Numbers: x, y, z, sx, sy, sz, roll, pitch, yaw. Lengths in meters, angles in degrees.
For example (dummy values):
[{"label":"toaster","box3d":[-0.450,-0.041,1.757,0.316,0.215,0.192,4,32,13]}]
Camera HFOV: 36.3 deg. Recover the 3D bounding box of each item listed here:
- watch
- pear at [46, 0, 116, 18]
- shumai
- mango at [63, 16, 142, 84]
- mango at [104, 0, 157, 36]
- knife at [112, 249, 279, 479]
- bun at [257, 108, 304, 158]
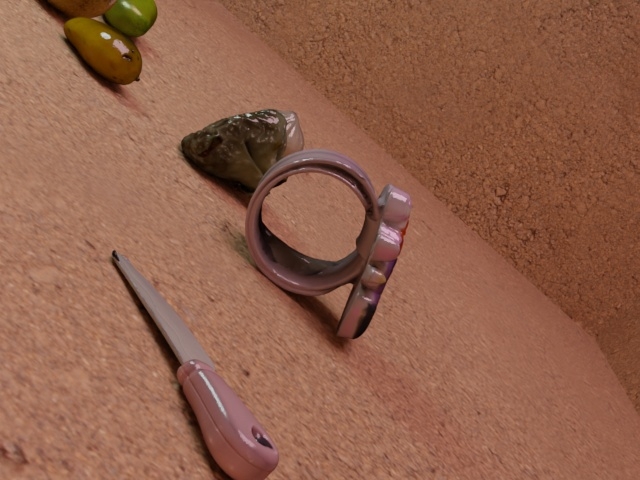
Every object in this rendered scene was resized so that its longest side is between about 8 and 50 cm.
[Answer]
[{"label":"watch","box3d":[0.000,0.000,1.421,0.231,0.244,0.196,19,13,-6]},{"label":"pear","box3d":[-0.424,-0.480,1.739,0.178,0.178,0.178,40,13,-11]},{"label":"shumai","box3d":[-0.138,-0.132,1.636,0.184,0.184,0.142,-22,95,-76]},{"label":"mango","box3d":[-0.361,-0.320,1.618,0.161,0.076,0.103,38,17,21]},{"label":"mango","box3d":[-0.389,-0.471,1.976,0.117,0.089,0.163,39,14,-15]},{"label":"knife","box3d":[-0.129,0.114,0.986,0.081,0.043,0.336,37,11,-46]},{"label":"bun","box3d":[-0.086,-0.245,2.144,0.138,0.094,0.138,37,13,-10]}]
